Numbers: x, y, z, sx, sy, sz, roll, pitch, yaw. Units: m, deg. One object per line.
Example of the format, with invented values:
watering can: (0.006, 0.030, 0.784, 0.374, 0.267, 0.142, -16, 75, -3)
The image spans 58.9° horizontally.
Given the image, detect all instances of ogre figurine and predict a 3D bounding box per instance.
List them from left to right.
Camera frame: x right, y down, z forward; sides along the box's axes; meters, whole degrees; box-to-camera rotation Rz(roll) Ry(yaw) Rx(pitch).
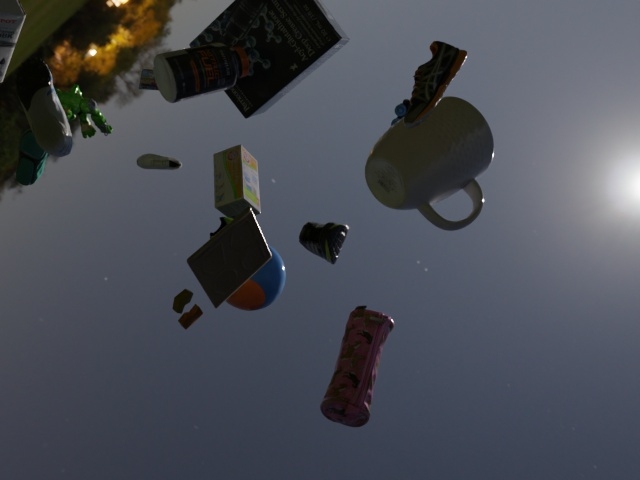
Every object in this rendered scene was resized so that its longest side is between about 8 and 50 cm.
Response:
ogre figurine: (-0.673, -0.355, 1.535, 0.097, 0.197, 0.118, -53, 172, -31)

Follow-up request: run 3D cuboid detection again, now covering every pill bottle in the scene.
pill bottle: (-0.319, -0.467, 1.552, 0.246, 0.130, 0.130, -25, -161, -31)

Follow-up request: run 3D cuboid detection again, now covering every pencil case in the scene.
pencil case: (0.121, 0.396, 1.796, 0.160, 0.167, 0.386, 5, -133, 21)

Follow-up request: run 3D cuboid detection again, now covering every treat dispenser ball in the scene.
treat dispenser ball: (-0.284, 0.139, 2.289, 0.288, 0.288, 0.288, -30, -148, 20)

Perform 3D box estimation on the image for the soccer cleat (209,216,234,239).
soccer cleat: (-0.287, 0.018, 1.588, 0.060, 0.072, 0.179, 15, -97, 41)

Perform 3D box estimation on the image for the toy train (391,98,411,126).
toy train: (0.300, -0.391, 1.952, 0.105, 0.080, 0.184, 16, -81, 20)

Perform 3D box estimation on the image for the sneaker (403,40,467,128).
sneaker: (0.236, -0.343, 1.251, 0.215, 0.083, 0.084, -58, -178, -8)

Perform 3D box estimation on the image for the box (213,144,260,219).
box: (-0.264, -0.181, 1.785, 0.103, 0.114, 0.203, -16, -119, 18)

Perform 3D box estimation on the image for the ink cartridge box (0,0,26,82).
ink cartridge box: (-0.954, -0.566, 1.544, 0.197, 0.114, 0.273, -16, 160, -49)

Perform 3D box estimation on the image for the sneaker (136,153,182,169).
sneaker: (-0.548, -0.268, 1.937, 0.061, 0.152, 0.053, 16, -75, 59)

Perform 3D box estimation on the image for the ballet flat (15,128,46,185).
ballet flat: (-0.875, -0.272, 1.734, 0.247, 0.083, 0.087, -47, -159, 40)

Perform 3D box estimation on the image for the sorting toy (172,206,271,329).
sorting toy: (-0.265, 0.074, 1.450, 0.041, 0.229, 0.307, 32, -116, 31)

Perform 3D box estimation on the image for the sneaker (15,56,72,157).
sneaker: (-0.639, -0.305, 1.313, 0.085, 0.237, 0.086, -16, 177, -11)

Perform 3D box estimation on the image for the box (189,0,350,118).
box: (-0.157, -0.631, 1.804, 0.395, 0.293, 0.212, -36, -172, 20)

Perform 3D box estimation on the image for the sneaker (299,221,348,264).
sneaker: (0.000, 0.000, 1.542, 0.300, 0.121, 0.111, 103, 9, -82)

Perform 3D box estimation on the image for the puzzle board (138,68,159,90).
puzzle board: (-0.509, -0.509, 1.811, 0.096, 0.128, 0.011, -45, -127, 57)

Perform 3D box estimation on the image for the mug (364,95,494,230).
mug: (0.330, -0.200, 1.670, 0.328, 0.374, 0.276, -33, 174, -29)
